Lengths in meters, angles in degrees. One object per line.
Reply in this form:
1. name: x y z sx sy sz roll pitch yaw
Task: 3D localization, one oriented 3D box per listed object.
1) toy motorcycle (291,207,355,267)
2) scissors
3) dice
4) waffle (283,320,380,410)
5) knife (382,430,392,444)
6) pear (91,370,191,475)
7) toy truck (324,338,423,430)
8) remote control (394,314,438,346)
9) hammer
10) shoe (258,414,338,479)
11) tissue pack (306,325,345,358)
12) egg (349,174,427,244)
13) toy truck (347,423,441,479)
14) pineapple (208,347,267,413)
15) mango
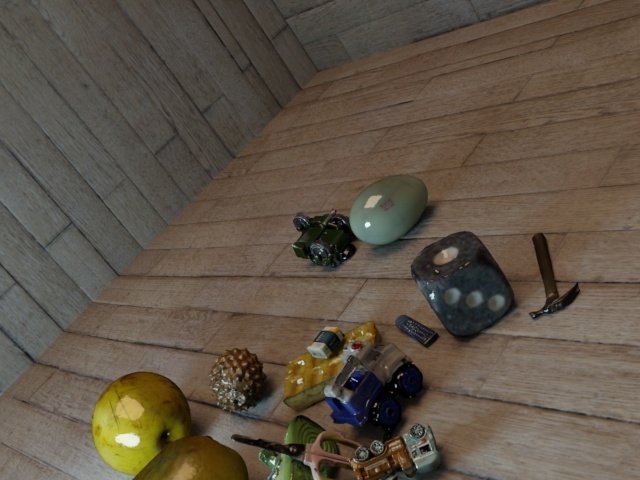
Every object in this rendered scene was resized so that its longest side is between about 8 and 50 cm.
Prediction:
1. toy motorcycle: 0.000 0.000 2.586 0.275 0.127 0.205 1 43 43
2. scissors: -0.031 0.443 1.669 0.160 0.317 0.024 -82 6 -57
3. dice: 0.330 0.100 1.881 0.182 0.183 0.181 -32 23 6
4. waffle: 0.033 0.317 2.031 0.274 0.057 0.168 -28 24 16
5. knife: 0.149 0.414 1.760 0.023 0.010 0.170 -25 25 24
6. pear: -0.476 0.491 2.151 0.280 0.281 0.281 -29 25 15
7. toy truck: 0.102 0.313 1.789 0.161 0.177 0.213 -13 33 55
8. remote control: 0.234 0.220 1.981 0.043 0.027 0.152 -35 25 -13
9. hammer: 0.525 0.070 1.869 0.125 0.027 0.297 -27 25 21
10. shoe: -0.050 0.485 1.734 0.128 0.140 0.262 -33 21 17
11. tissue pack: 0.014 0.258 2.039 0.062 0.042 0.083 -1 41 49
12. egg: 0.206 -0.096 2.400 0.264 0.183 0.183 -35 23 -14
13. toy truck: 0.156 0.446 1.585 0.177 0.080 0.115 -25 56 1
14. pineapple: -0.218 0.381 2.134 0.166 0.166 0.193 -35 23 1
15. mango: -0.346 0.635 1.783 0.445 0.220 0.301 -51 33 -10
